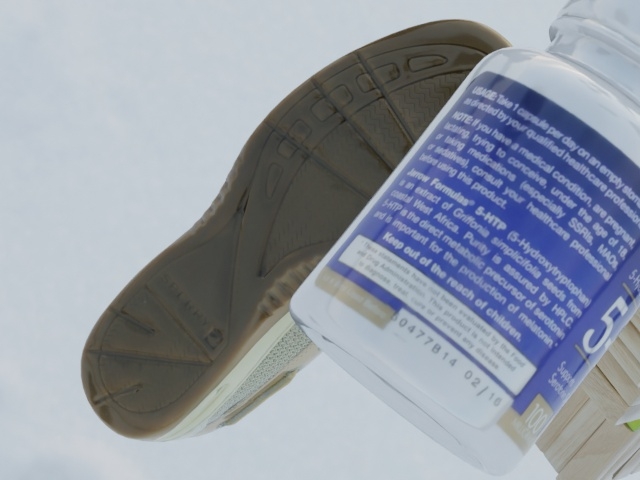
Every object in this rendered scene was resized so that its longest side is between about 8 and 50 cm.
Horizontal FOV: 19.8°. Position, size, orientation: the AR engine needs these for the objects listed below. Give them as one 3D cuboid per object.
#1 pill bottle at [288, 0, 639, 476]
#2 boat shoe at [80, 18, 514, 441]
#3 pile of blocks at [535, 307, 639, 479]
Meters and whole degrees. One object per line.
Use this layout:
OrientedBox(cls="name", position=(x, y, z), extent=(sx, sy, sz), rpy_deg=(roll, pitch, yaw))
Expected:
OrientedBox(cls="pill bottle", position=(0.085, -0.011, 0.727), extent=(0.112, 0.112, 0.187), rpy_deg=(37, 83, 12))
OrientedBox(cls="boat shoe", position=(0.000, 0.000, 1.017), extent=(0.109, 0.302, 0.098), rpy_deg=(50, 11, 25))
OrientedBox(cls="pile of blocks", position=(0.218, 0.039, 1.227), extent=(0.149, 0.362, 0.113), rpy_deg=(-27, 65, -18))
